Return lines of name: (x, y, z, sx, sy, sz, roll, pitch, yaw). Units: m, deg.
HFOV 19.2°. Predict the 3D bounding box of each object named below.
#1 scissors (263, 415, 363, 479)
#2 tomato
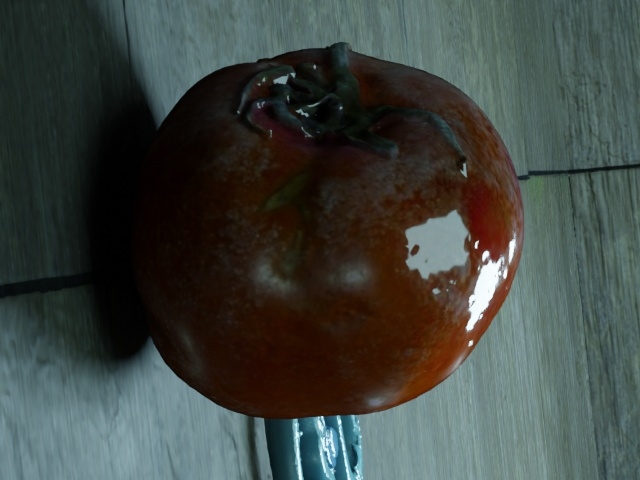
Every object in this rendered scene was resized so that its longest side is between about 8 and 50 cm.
scissors: (0.019, 0.247, 1.355, 0.180, 0.032, 0.392, -53, 135, -66)
tomato: (0.004, 0.001, 1.071, 0.232, 0.232, 0.188, -74, 175, -53)
